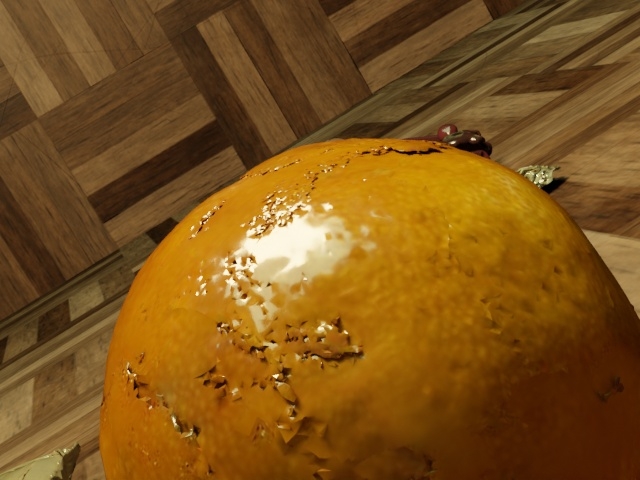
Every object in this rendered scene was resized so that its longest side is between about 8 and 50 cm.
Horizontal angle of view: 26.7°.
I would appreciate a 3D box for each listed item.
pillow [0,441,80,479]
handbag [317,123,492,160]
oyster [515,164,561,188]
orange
[{"bbox_3d":[-0.305,0.251,1.191,0.208,0.053,0.119,-27,14,18],"label":"pillow"},{"bbox_3d":[0.081,-0.075,1.467,0.216,0.073,0.203,-8,12,10],"label":"handbag"},{"bbox_3d":[0.180,-0.051,1.318,0.100,0.037,0.098,-34,11,-20],"label":"oyster"},{"bbox_3d":[0.026,0.076,0.542,0.240,0.240,0.240,-30,10,6],"label":"orange"}]
